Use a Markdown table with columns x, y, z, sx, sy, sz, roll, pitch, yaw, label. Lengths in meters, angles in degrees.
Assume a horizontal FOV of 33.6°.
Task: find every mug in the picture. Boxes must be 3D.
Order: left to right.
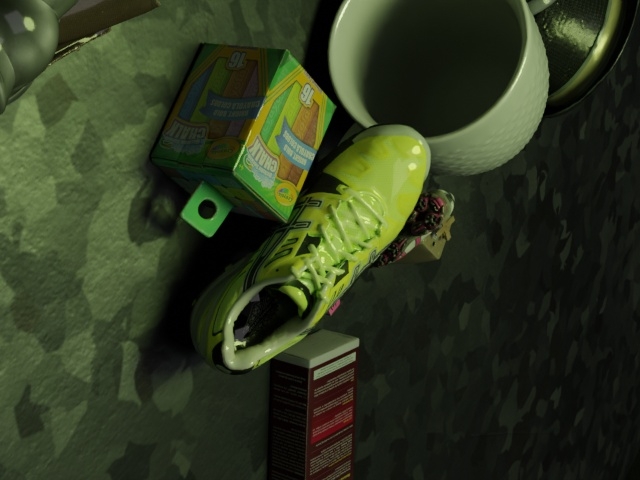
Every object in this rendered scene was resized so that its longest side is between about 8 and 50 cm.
| x | y | z | sx | sy | sz | roll | pitch | yaw | label |
| --- | --- | --- | --- | --- | --- | --- | --- | --- | --- |
| 0.159 | -0.195 | 1.538 | 0.374 | 0.276 | 0.328 | -47 | 158 | 6 | mug |

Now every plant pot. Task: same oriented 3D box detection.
| x | y | z | sx | sy | sz | roll | pitch | yaw | label |
| --- | --- | --- | --- | --- | --- | --- | --- | --- | --- |
| 0.146 | -0.022 | 1.689 | 0.109 | 0.096 | 0.109 | 42 | 65 | -54 | plant pot |

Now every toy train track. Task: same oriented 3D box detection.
| x | y | z | sx | sy | sz | roll | pitch | yaw | label |
| --- | --- | --- | --- | --- | --- | --- | --- | --- | --- |
| 0.184 | -0.036 | 1.642 | 0.048 | 0.014 | 0.083 | -44 | 128 | -32 | toy train track |

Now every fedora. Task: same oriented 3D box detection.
| x | y | z | sx | sy | sz | roll | pitch | yaw | label |
| --- | --- | --- | --- | --- | --- | --- | --- | --- | --- |
| 0.408 | -0.390 | 1.881 | 0.152 | 0.334 | 0.334 | 22 | 79 | -26 | fedora |

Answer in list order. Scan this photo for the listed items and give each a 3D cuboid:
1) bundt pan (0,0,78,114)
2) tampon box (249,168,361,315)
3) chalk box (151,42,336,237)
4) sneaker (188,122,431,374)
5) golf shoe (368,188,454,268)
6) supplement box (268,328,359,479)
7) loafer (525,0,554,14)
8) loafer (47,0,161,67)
| x | y | z | sx | sy | sz | roll | pitch | yaw | label |
| --- | --- | --- | --- | --- | --- | --- | --- | --- | --- |
| -0.325 | -0.221 | 0.784 | 0.331 | 0.124 | 0.331 | -2 | 94 | -36 | bundt pan |
| 0.000 | 0.000 | 1.466 | 0.161 | 0.101 | 0.120 | -53 | 138 | -34 | tampon box |
| -0.098 | -0.108 | 1.256 | 0.132 | 0.132 | 0.213 | 42 | 64 | -53 | chalk box |
| 0.003 | 0.023 | 1.288 | 0.145 | 0.147 | 0.384 | 40 | 93 | -20 | sneaker |
| 0.126 | -0.014 | 1.603 | 0.067 | 0.186 | 0.086 | 61 | 29 | 4 | golf shoe |
| -0.010 | 0.264 | 1.560 | 0.130 | 0.073 | 0.239 | -16 | 112 | -53 | supplement box |
| 0.281 | -0.421 | 1.651 | 0.109 | 0.302 | 0.095 | -33 | 113 | 2 | loafer |
| -0.225 | -0.263 | 1.014 | 0.366 | 0.130 | 0.134 | -51 | 138 | -35 | loafer |
